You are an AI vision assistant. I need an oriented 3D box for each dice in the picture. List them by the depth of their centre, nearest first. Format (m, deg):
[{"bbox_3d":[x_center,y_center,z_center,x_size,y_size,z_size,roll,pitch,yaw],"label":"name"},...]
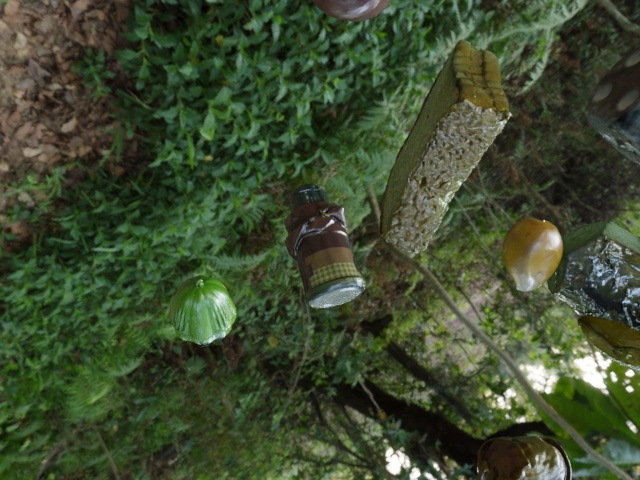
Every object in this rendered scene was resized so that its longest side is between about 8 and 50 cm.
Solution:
[{"bbox_3d":[0.613,-0.239,0.907,0.182,0.181,0.183,-49,-163,18],"label":"dice"}]

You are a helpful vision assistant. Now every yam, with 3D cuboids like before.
[{"bbox_3d":[0.582,0.087,0.977,0.201,0.271,0.202,-47,173,-1],"label":"yam"}]

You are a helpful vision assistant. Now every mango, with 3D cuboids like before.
[{"bbox_3d":[0.395,0.026,0.935,0.115,0.089,0.165,-43,131,-2],"label":"mango"}]

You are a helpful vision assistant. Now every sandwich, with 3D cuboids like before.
[{"bbox_3d":[0.203,-0.163,0.866,0.271,0.099,0.301,-68,180,-47],"label":"sandwich"}]

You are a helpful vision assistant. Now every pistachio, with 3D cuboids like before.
[{"bbox_3d":[0.521,0.185,0.858,0.090,0.173,0.049,-18,120,-42],"label":"pistachio"},{"bbox_3d":[0.394,0.451,0.985,0.210,0.165,0.130,-23,145,-24],"label":"pistachio"}]

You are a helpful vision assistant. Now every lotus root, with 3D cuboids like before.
[{"bbox_3d":[-0.316,0.159,1.344,0.186,0.186,0.186,-33,164,-11],"label":"lotus root"}]

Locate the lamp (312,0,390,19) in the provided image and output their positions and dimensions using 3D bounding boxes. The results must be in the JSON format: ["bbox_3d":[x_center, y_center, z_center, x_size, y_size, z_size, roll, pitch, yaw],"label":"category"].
[{"bbox_3d":[0.062,-0.530,1.000,0.180,0.180,0.258,-44,-173,25],"label":"lamp"}]

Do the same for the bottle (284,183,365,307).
[{"bbox_3d":[0.000,0.000,1.095,0.156,0.271,0.143,-27,156,22],"label":"bottle"}]
